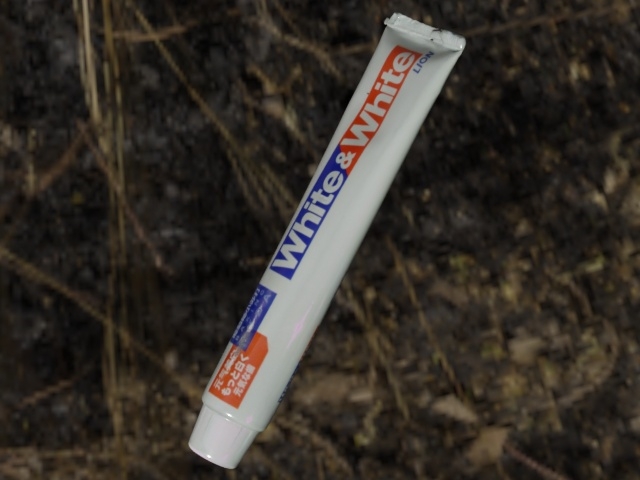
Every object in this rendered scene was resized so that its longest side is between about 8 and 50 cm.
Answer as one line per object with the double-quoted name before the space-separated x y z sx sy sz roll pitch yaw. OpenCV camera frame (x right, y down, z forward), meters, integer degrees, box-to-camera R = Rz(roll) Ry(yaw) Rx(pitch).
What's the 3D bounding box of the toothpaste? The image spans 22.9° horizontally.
"toothpaste" 0.000 0.000 0.709 0.033 0.052 0.218 27 90 -44
